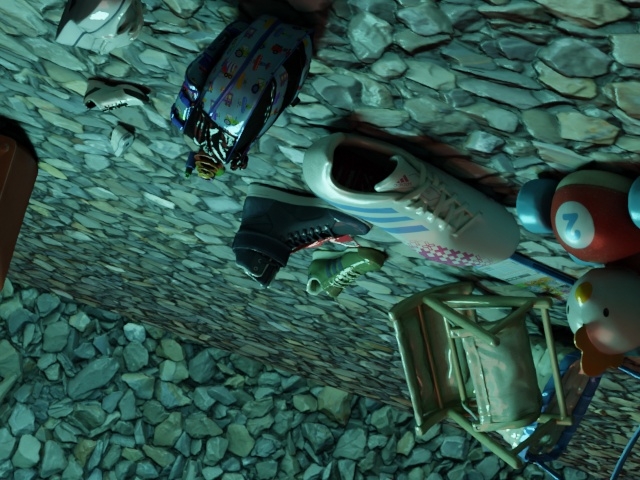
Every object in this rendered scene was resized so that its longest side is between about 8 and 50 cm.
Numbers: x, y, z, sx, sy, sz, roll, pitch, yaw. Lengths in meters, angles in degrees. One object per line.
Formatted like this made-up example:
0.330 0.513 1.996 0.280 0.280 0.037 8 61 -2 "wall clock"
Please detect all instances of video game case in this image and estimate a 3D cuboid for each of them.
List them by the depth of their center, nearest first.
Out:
0.351 0.062 2.097 0.166 0.015 0.119 23 163 -16 "video game case"

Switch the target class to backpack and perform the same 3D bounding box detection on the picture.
-0.084 -0.189 1.477 0.117 0.158 0.173 36 150 1 "backpack"

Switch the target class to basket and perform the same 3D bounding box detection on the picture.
0.454 0.306 2.353 0.289 0.255 0.201 36 -165 36 "basket"

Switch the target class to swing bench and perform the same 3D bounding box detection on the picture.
0.275 0.220 2.219 0.254 0.165 0.253 13 124 48 "swing bench"

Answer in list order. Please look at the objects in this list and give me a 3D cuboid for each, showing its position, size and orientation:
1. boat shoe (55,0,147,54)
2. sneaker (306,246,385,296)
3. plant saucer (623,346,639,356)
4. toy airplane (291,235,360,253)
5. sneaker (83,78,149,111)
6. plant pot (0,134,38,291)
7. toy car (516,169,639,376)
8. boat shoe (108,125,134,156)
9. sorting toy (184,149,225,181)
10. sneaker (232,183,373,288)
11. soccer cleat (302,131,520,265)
-0.245 -0.272 1.507 0.084 0.095 0.258 20 176 -20 "boat shoe"
0.041 0.064 2.326 0.064 0.086 0.192 28 162 -32 "sneaker"
0.560 0.190 2.300 0.067 0.018 0.192 28 161 -30 "plant saucer"
0.000 0.000 2.178 0.151 0.028 0.151 -8 -171 1 "toy airplane"
-0.298 -0.204 1.867 0.109 0.044 0.040 9 160 27 "sneaker"
-0.651 -0.087 2.254 0.267 0.267 0.236 16 161 -12 "plant pot"
0.362 0.051 1.622 0.210 0.238 0.219 30 161 -36 "toy car"
-0.325 -0.163 2.072 0.035 0.035 0.100 47 167 -1 "boat shoe"
-0.188 -0.112 2.060 0.061 0.042 0.102 18 165 0 "sorting toy"
-0.035 0.007 2.080 0.226 0.163 0.086 11 162 21 "sneaker"
0.132 -0.053 1.754 0.331 0.116 0.143 21 165 -8 "soccer cleat"
